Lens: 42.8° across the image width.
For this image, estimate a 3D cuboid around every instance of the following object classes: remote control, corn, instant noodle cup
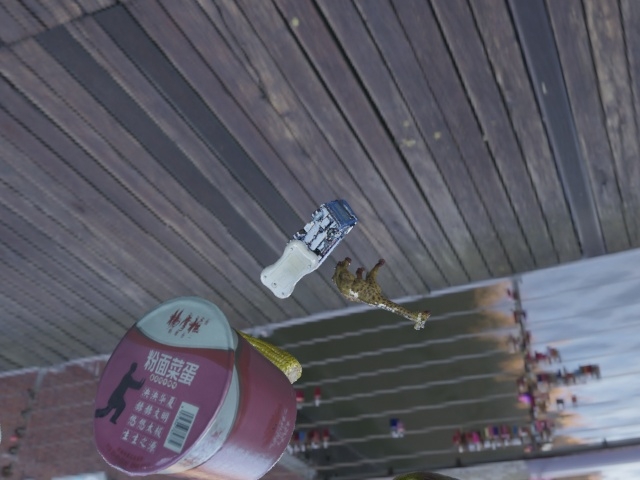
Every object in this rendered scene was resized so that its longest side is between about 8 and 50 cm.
[{"bbox_3d":[-0.061,0.056,1.610,0.074,0.032,0.122,45,115,-1],"label":"remote control"},{"bbox_3d":[-0.113,0.200,1.382,0.203,0.072,0.072,14,165,43],"label":"corn"},{"bbox_3d":[-0.154,0.213,1.075,0.234,0.235,0.178,-19,142,27],"label":"instant noodle cup"}]

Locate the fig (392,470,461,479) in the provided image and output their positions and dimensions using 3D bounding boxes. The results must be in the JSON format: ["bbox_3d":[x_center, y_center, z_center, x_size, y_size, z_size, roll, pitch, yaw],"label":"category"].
[{"bbox_3d":[0.152,0.380,1.083,0.165,0.154,0.144,-12,148,-37],"label":"fig"}]

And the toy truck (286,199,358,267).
[{"bbox_3d":[0.000,0.000,1.668,0.088,0.074,0.202,-19,157,-43],"label":"toy truck"}]

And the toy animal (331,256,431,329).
[{"bbox_3d":[0.125,0.116,1.822,0.149,0.275,0.054,-10,123,-27],"label":"toy animal"}]
